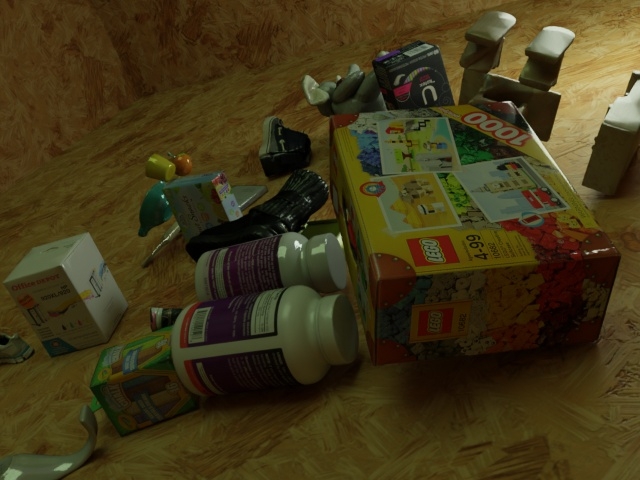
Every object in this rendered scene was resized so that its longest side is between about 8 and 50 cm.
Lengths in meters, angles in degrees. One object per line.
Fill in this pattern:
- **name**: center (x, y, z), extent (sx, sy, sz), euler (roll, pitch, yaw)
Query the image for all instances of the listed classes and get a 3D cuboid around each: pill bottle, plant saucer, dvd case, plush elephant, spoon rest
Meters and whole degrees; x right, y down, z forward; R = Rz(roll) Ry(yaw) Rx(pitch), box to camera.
- **pill bottle**: center (-0.103, 0.075, 1.628), extent (0.302, 0.169, 0.169), euler (-13, 27, 20)
- **pill bottle**: center (-0.101, 0.184, 1.396), extent (0.323, 0.181, 0.181), euler (-11, 28, 22)
- **plant saucer**: center (0.000, 0.000, 1.838), extent (0.188, 0.045, 0.188), euler (-6, 30, 32)
- **dvd case**: center (-0.303, -0.098, 2.303), extent (0.180, 0.022, 0.253), euler (5, 36, 44)
- **plush elephant**: center (0.096, -0.449, 2.387), extent (0.330, 0.272, 0.255), euler (-46, 52, 4)
- **spoon rest**: center (-0.526, 0.422, 1.415), extent (0.276, 0.084, 0.137), euler (-35, 24, 4)

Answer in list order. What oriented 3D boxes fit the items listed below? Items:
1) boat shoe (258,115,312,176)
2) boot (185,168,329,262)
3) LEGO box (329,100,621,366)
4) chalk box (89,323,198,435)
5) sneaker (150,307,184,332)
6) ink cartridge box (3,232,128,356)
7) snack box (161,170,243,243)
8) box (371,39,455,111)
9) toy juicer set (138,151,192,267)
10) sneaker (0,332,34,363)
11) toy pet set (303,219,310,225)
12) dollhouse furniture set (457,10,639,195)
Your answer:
- **boat shoe**: center (-0.105, -0.323, 2.496), extent (0.158, 0.127, 0.340), euler (-11, 34, 8)
- **boot**: center (-0.154, -0.041, 1.883), extent (0.348, 0.131, 0.260), euler (-7, 37, 42)
- **LEGO box**: center (0.230, -0.038, 1.332), extent (0.373, 0.193, 0.500), euler (-6, 38, -5)
- **chalk box**: center (-0.359, 0.277, 1.476), extent (0.213, 0.132, 0.132), euler (-20, 25, 3)
- **sneaker**: center (-0.284, 0.191, 1.567), extent (0.077, 0.178, 0.072), euler (-9, 64, 12)
- **ink cartridge box**: center (-0.620, 0.132, 1.856), extent (0.171, 0.232, 0.168), euler (-16, 26, 14)
- **snack box**: center (-0.307, -0.075, 2.040), extent (0.175, 0.207, 0.070), euler (-5, 28, 29)
- **box**: center (0.277, -0.411, 2.160), extent (0.165, 0.270, 0.143), euler (-24, 25, -4)
- **toy juicer set**: center (-0.453, -0.108, 2.164), extent (0.090, 0.328, 0.209), euler (22, 25, 12)
- **sneaker**: center (-0.826, 0.273, 1.922), extent (0.191, 0.082, 0.071), euler (-15, 28, 17)
- **toy pet set**: center (-0.091, -0.050, 2.022), extent (0.122, 0.065, 0.114), euler (-22, 60, 7)
- **dollhouse furniture set**: center (0.507, -0.290, 1.669), extent (0.394, 0.362, 0.256), euler (23, 44, 22)
